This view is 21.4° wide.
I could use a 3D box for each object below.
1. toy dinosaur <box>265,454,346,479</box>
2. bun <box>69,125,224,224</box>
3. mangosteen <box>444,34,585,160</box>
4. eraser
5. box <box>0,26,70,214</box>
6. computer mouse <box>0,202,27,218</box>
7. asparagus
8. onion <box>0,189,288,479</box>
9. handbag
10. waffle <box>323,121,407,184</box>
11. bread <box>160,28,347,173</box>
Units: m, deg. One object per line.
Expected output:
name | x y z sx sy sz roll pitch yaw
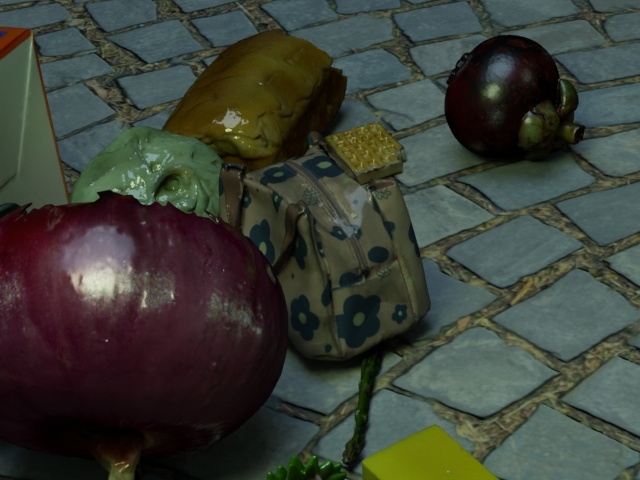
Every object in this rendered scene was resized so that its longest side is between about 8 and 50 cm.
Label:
toy dinosaur | 0.011 0.307 1.571 0.194 0.152 0.177 22 10 -40
bun | -0.205 -0.044 2.119 0.204 0.126 0.212 43 74 3
mangosteen | 0.264 -0.183 2.276 0.199 0.200 0.200 -5 31 3
eraser | 0.114 0.248 1.701 0.097 0.045 0.122 -22 34 -24
box | -0.514 -0.059 2.074 0.256 0.319 0.349 8 35 23
computer mouse | -0.381 0.102 1.914 0.114 0.203 0.374 -11 33 34
asparagus | 0.047 0.177 1.855 0.023 0.022 0.233 37 29 -12
onion | -0.220 0.113 1.726 0.358 0.358 0.345 7 48 22
handbag | 0.000 0.000 1.977 0.190 0.193 0.251 -24 30 -21
waffle | 0.066 -0.123 2.339 0.092 0.021 0.135 -17 32 -15
bread | -0.096 -0.181 2.338 0.195 0.149 0.344 -1 31 21
